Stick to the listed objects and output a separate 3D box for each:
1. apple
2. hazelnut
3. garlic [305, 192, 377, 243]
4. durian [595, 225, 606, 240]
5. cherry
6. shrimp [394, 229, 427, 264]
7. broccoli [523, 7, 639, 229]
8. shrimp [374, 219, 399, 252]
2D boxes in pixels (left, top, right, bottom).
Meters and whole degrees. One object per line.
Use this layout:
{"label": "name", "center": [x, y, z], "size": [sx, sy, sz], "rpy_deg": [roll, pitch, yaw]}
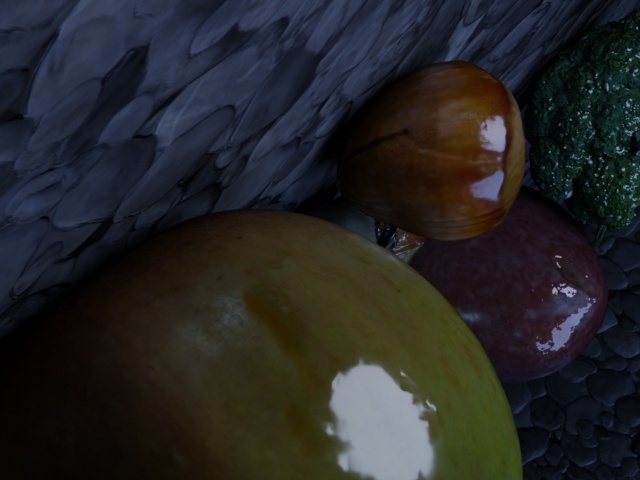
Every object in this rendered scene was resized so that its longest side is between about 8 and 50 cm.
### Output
{"label": "apple", "center": [-0.045, 0.156, 0.941], "size": [0.338, 0.305, 0.338], "rpy_deg": [-44, 171, -9]}
{"label": "hazelnut", "center": [0.085, -0.071, 1.134], "size": [0.150, 0.150, 0.150], "rpy_deg": [-44, 170, -10]}
{"label": "garlic", "center": [0.006, 0.004, 1.232], "size": [0.084, 0.066, 0.152], "rpy_deg": [-47, 172, 16]}
{"label": "durian", "center": [0.409, -0.173, 1.883], "size": [0.355, 0.169, 0.157], "rpy_deg": [-41, 170, -36]}
{"label": "cherry", "center": [0.203, 0.052, 1.694], "size": [0.261, 0.307, 0.221], "rpy_deg": [-39, 123, -29]}
{"label": "shrimp", "center": [0.060, 0.021, 1.573], "size": [0.217, 0.051, 0.115], "rpy_deg": [-42, 167, -9]}
{"label": "broccoli", "center": [0.362, -0.121, 1.636], "size": [0.270, 0.270, 0.270], "rpy_deg": [-60, -167, 23]}
{"label": "shrimp", "center": [0.058, 0.041, 1.490], "size": [0.152, 0.046, 0.219], "rpy_deg": [6, 132, -32]}
